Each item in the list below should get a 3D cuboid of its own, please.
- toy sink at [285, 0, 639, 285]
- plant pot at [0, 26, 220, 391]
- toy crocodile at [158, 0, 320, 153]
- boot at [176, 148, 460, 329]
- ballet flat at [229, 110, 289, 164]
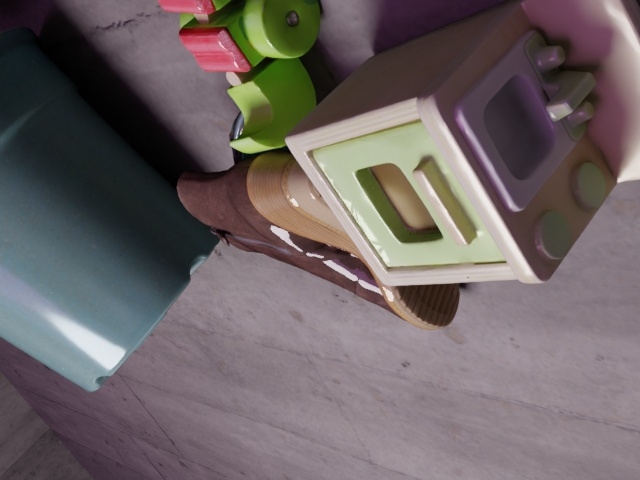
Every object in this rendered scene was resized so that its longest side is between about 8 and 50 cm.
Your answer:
[{"bbox_3d":[0.111,-0.063,0.589,0.234,0.131,0.152,-6,124,53],"label":"toy sink"},{"bbox_3d":[-0.325,-0.016,1.011,0.334,0.341,0.341,39,151,-10],"label":"plant pot"},{"bbox_3d":[-0.095,-0.226,0.659,0.115,0.105,0.340,11,136,43],"label":"toy crocodile"},{"bbox_3d":[0.000,0.000,0.816,0.207,0.090,0.248,0,145,50],"label":"boot"},{"bbox_3d":[-0.066,-0.083,0.850,0.070,0.070,0.188,28,143,25],"label":"ballet flat"}]
